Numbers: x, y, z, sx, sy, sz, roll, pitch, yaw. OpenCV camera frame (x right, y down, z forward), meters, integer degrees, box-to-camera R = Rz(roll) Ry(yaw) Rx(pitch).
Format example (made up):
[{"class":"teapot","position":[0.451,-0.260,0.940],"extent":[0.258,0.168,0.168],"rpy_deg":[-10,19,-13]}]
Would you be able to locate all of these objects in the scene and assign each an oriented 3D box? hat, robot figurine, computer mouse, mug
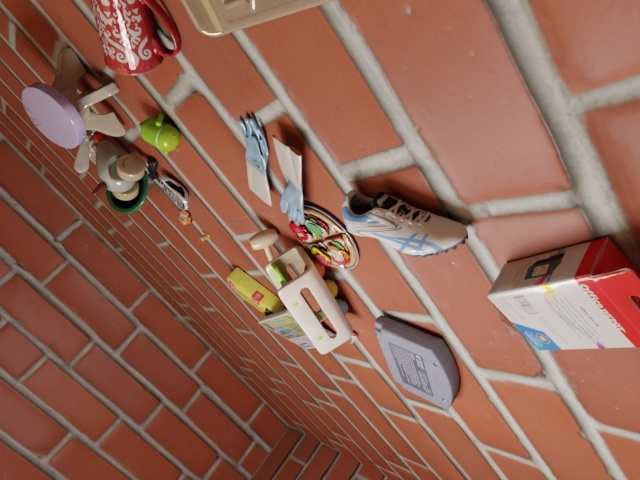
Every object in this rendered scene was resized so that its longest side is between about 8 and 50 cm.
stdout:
[{"class":"hat","position":[-0.619,-0.169,1.628],"extent":[0.208,0.173,0.183],"rpy_deg":[20,-177,23]},{"class":"robot figurine","position":[-0.401,-0.266,1.174],"extent":[0.115,0.067,0.101],"rpy_deg":[30,143,21]},{"class":"computer mouse","position":[-0.457,-0.168,1.425],"extent":[0.193,0.042,0.106],"rpy_deg":[42,149,11]},{"class":"mug","position":[-0.348,-0.418,0.873],"extent":[0.169,0.150,0.113],"rpy_deg":[97,156,-54]}]

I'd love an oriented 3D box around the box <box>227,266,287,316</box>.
[{"class":"box","position":[-0.216,0.193,1.619],"extent":[0.232,0.058,0.087],"rpy_deg":[36,153,10]}]

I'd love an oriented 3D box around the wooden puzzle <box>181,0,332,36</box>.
[{"class":"wooden puzzle","position":[-0.090,-0.426,0.527],"extent":[0.347,0.080,0.322],"rpy_deg":[6,137,41]}]

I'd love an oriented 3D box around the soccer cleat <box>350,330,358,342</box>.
[{"class":"soccer cleat","position":[0.072,0.268,1.378],"extent":[0.083,0.036,0.029],"rpy_deg":[40,153,2]}]

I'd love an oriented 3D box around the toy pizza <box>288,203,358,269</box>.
[{"class":"toy pizza","position":[0.000,0.000,1.081],"extent":[0.201,0.032,0.201],"rpy_deg":[31,151,19]}]

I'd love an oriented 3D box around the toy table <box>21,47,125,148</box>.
[{"class":"toy table","position":[-0.654,-0.359,1.247],"extent":[0.274,0.161,0.252],"rpy_deg":[17,140,35]}]

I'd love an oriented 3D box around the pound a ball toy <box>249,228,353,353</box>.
[{"class":"pound a ball toy","position":[-0.039,0.115,1.233],"extent":[0.319,0.135,0.208],"rpy_deg":[61,175,-36]}]

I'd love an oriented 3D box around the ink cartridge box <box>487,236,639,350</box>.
[{"class":"ink cartridge box","position":[0.373,0.081,0.662],"extent":[0.134,0.078,0.231],"rpy_deg":[45,153,-8]}]

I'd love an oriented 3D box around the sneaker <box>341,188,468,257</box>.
[{"class":"sneaker","position":[0.134,-0.035,0.803],"extent":[0.237,0.085,0.086],"rpy_deg":[15,136,36]}]

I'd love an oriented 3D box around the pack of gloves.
[{"class":"pack of gloves","position":[-0.089,-0.149,0.989],"extent":[0.195,0.046,0.232],"rpy_deg":[41,152,27]}]

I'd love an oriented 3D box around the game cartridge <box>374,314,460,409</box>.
[{"class":"game cartridge","position":[0.255,0.319,1.199],"extent":[0.196,0.060,0.294],"rpy_deg":[22,148,40]}]

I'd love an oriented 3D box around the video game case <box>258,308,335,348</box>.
[{"class":"video game case","position":[-0.074,0.295,1.543],"extent":[0.206,0.026,0.227],"rpy_deg":[33,151,-18]}]

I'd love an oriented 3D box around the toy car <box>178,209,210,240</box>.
[{"class":"toy car","position":[-0.426,-0.048,1.557],"extent":[0.122,0.040,0.060],"rpy_deg":[41,153,2]}]

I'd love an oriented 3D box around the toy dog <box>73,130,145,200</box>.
[{"class":"toy dog","position":[-0.689,-0.247,1.431],"extent":[0.333,0.161,0.220],"rpy_deg":[33,137,22]}]
